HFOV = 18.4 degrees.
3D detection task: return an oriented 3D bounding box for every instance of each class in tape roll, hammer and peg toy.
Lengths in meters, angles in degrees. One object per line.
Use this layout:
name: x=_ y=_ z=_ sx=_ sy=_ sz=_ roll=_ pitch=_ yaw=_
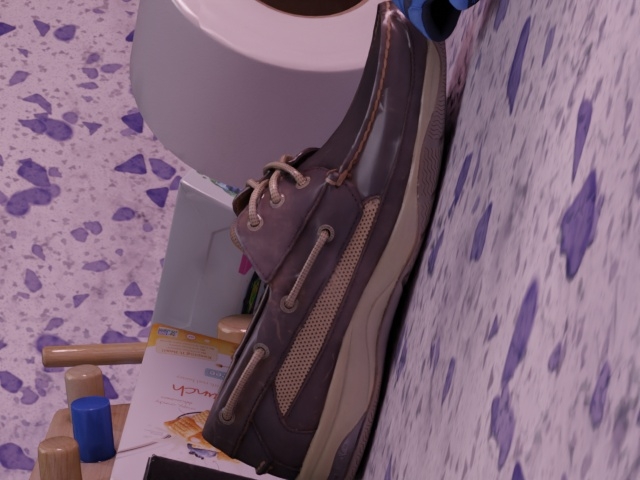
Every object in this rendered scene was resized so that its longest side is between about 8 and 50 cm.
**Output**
tape roll: x=-0.027 y=-0.181 z=1.616 sx=0.169 sy=0.246 sz=0.246 roll=107 pitch=175 yaw=-54
hammer and peg toy: x=-0.140 y=0.188 z=1.863 sx=0.361 sy=0.266 sz=0.127 roll=-91 pitch=-3 yaw=-73

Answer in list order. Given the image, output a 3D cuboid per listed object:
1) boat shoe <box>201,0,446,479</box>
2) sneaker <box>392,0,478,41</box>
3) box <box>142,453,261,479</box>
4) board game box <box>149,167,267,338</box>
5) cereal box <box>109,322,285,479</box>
boat shoe: x=0.000 y=0.000 z=1.368 sx=0.132 sy=0.130 sz=0.355 roll=-129 pitch=53 yaw=-86
sneaker: x=0.101 y=-0.201 z=1.230 sx=0.082 sy=0.069 sz=0.209 roll=65 pitch=151 yaw=18
box: x=-0.061 y=0.220 z=1.346 sx=0.180 sy=0.147 sz=0.077 roll=114 pitch=169 yaw=-68
board game box: x=-0.060 y=-0.042 z=2.117 sx=0.303 sy=0.097 sz=0.224 roll=-55 pitch=-14 yaw=-46
cereal box: x=-0.076 y=0.164 z=1.617 sx=0.240 sy=0.173 sz=0.047 roll=-84 pitch=10 yaw=-62
